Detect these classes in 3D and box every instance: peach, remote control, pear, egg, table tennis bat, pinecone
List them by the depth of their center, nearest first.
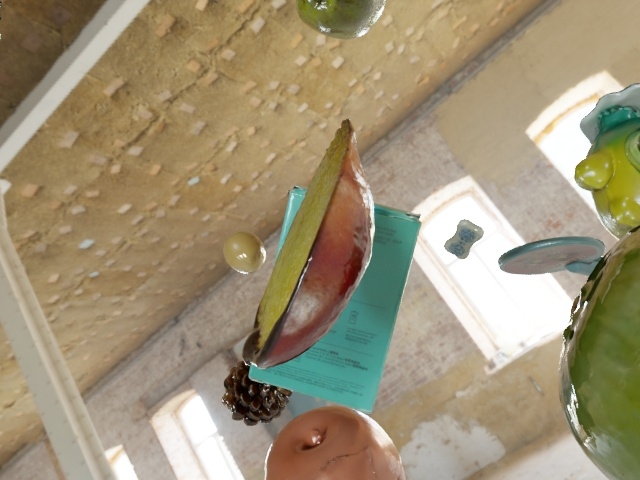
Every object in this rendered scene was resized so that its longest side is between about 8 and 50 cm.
[{"bbox_3d":[0.003,0.003,0.518,0.279,0.068,0.189,-68,15,-15],"label":"peach"},{"bbox_3d":[0.394,0.031,0.815,0.244,0.040,0.153,11,-25,-32],"label":"table tennis bat"},{"bbox_3d":[-0.147,0.025,0.999,0.080,0.096,0.080,-20,-56,-34],"label":"egg"},{"bbox_3d":[0.375,-0.002,1.332,0.032,0.074,0.122,-51,-13,-41],"label":"remote control"},{"bbox_3d":[0.051,-0.692,1.397,0.269,0.269,0.321,-47,1,36],"label":"pear"},{"bbox_3d":[-0.189,0.462,1.592,0.221,0.221,0.221,-30,-18,-11],"label":"pinecone"}]

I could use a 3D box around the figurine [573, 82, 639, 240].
[{"bbox_3d":[0.631,-0.127,0.989,0.231,0.323,0.340,120,171,-51],"label":"figurine"}]

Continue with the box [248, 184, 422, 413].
[{"bbox_3d":[0.025,0.086,0.801,0.118,0.205,0.312,-46,-32,-82],"label":"box"}]

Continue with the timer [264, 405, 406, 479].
[{"bbox_3d":[0.025,0.396,0.837,0.229,0.215,0.230,-26,21,11],"label":"timer"}]

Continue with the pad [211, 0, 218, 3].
[{"bbox_3d":[-0.306,-0.592,1.086,0.004,0.127,0.190,-55,-27,-5],"label":"pad"}]

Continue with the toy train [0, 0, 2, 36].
[{"bbox_3d":[-0.487,-0.307,0.712,0.103,0.044,0.064,-54,10,46],"label":"toy train"}]

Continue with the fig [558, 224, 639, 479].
[{"bbox_3d":[0.394,0.130,0.471,0.316,0.316,0.316,-30,-18,-11],"label":"fig"}]
